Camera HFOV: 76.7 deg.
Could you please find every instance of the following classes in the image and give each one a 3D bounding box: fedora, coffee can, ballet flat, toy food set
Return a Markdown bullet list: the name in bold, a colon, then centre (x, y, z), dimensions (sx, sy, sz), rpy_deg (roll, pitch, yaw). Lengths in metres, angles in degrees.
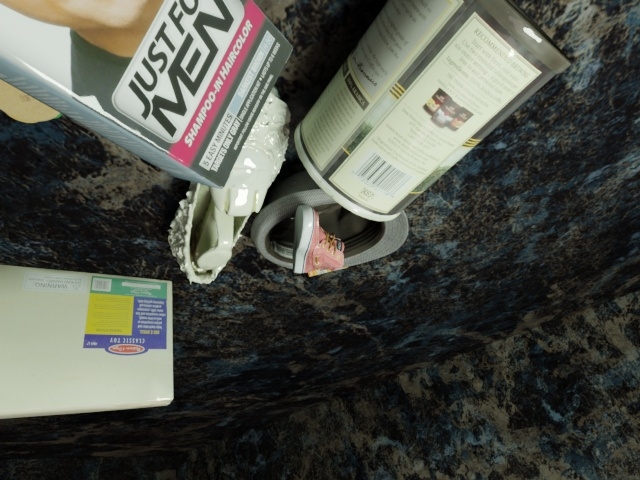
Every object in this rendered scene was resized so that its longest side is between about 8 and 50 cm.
- **fedora**: centre (0.011, -0.050, 0.738), dimensions (0.275, 0.124, 0.243), rpy_deg (-15, 146, 14)
- **coffee can**: centre (0.121, -0.184, 0.514), dimensions (0.202, 0.201, 0.275), rpy_deg (12, 139, -35)
- **ballet flat**: centre (-0.148, -0.061, 0.657), dimensions (0.147, 0.147, 0.409), rpy_deg (6, 141, -28)
- **toy food set**: centre (-0.361, -0.180, 0.497), dimensions (0.083, 0.020, 0.083), rpy_deg (-15, 146, 0)

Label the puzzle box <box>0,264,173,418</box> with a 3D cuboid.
- **puzzle box**: centre (-0.490, 0.185, 0.760), dimensions (0.409, 0.272, 0.052), rpy_deg (11, 139, -32)

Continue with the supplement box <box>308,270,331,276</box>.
- **supplement box**: centre (0.013, 0.047, 0.964), dimensions (0.098, 0.036, 0.062), rpy_deg (-14, 146, -1)

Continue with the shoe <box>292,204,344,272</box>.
- **shoe**: centre (0.000, 0.000, 0.648), dimensions (0.081, 0.063, 0.178), rpy_deg (-2, 151, -8)

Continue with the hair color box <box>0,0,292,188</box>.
- **hair color box**: centre (-0.210, -0.213, 0.342), dimensions (0.114, 0.185, 0.374), rpy_deg (18, 171, 42)
